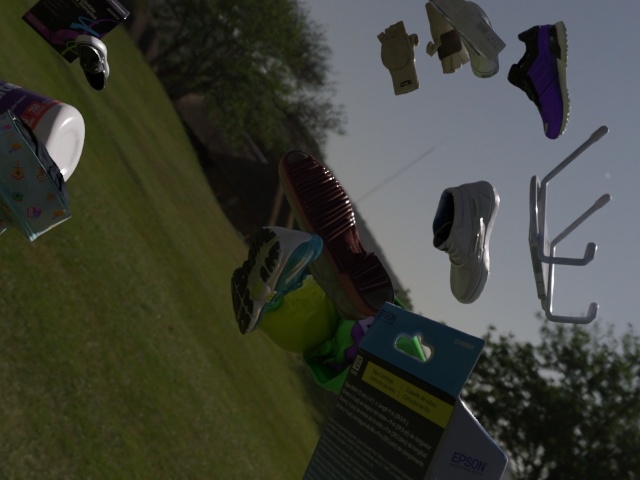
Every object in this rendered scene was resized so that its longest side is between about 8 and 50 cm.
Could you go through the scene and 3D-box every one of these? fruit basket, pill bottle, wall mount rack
[{"bbox_3d":[0.022,0.171,1.764,0.392,0.283,0.392,52,-2,2],"label":"fruit basket"},{"bbox_3d":[-0.646,-0.227,1.556,0.323,0.181,0.181,20,-6,5],"label":"pill bottle"},{"bbox_3d":[0.464,-0.027,1.461,0.350,0.131,0.304,64,34,-50],"label":"wall mount rack"}]

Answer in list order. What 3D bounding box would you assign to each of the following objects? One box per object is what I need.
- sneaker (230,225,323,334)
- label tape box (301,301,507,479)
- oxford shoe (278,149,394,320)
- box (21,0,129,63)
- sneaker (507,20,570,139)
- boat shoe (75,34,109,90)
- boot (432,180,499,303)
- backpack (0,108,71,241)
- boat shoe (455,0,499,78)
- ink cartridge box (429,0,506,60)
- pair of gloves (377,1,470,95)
[{"bbox_3d":[-0.081,0.077,1.364,0.275,0.110,0.107,-54,-133,46],"label":"sneaker"},{"bbox_3d":[0.101,0.271,0.978,0.115,0.347,0.249,27,-5,-25],"label":"label tape box"},{"bbox_3d":[0.000,0.000,1.481,0.130,0.123,0.348,-29,-93,48],"label":"oxford shoe"},{"bbox_3d":[-0.435,-0.399,1.401,0.116,0.162,0.029,44,35,-28],"label":"box"},{"bbox_3d":[0.547,-0.399,2.004,0.102,0.146,0.293,-79,163,-72],"label":"sneaker"},{"bbox_3d":[-0.398,-0.311,1.387,0.142,0.049,0.040,102,-10,-74],"label":"boat shoe"},{"bbox_3d":[0.264,0.010,1.545,0.095,0.123,0.258,29,-59,51],"label":"boot"},{"bbox_3d":[-0.462,-0.088,1.189,0.188,0.144,0.165,33,-31,43],"label":"backpack"},{"bbox_3d":[0.394,-0.525,1.980,0.084,0.095,0.258,64,9,-55],"label":"boat shoe"},{"bbox_3d":[0.264,-0.440,1.524,0.207,0.046,0.097,41,14,-18],"label":"ink cartridge box"},{"bbox_3d":[0.281,-0.524,2.141,0.042,0.240,0.204,-2,70,-66],"label":"pair of gloves"}]
